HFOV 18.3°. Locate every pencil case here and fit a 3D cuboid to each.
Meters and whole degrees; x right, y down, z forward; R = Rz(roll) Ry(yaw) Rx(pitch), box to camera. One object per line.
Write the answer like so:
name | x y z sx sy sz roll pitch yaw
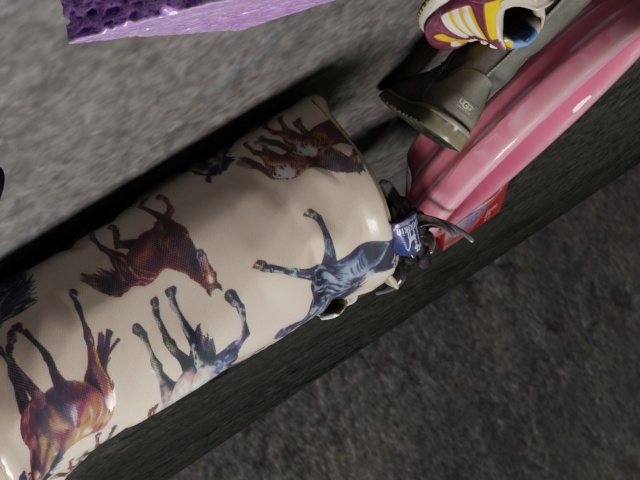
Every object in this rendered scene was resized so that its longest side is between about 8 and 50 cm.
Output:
pencil case | -0.122 0.057 1.585 0.410 0.183 0.160 -32 -166 -18

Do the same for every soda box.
soda box | 0.156 -0.065 2.284 0.092 0.083 0.263 -35 170 -4

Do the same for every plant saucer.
plant saucer | 0.203 -0.140 1.977 0.332 0.084 0.332 -43 174 -5

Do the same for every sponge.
sponge | -0.049 -0.147 1.167 0.117 0.031 0.210 -12 -178 27

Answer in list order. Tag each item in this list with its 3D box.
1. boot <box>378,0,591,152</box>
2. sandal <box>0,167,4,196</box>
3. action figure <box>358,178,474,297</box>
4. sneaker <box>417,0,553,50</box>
boot | 0.152 -0.179 1.746 0.208 0.076 0.189 -56 -158 1
sandal | -0.279 0.047 1.245 0.254 0.054 0.097 -40 -150 24
action figure | 0.000 0.000 1.901 0.275 0.141 0.164 -22 174 20
sneaker | 0.135 -0.181 1.614 0.069 0.084 0.185 -33 170 -15
